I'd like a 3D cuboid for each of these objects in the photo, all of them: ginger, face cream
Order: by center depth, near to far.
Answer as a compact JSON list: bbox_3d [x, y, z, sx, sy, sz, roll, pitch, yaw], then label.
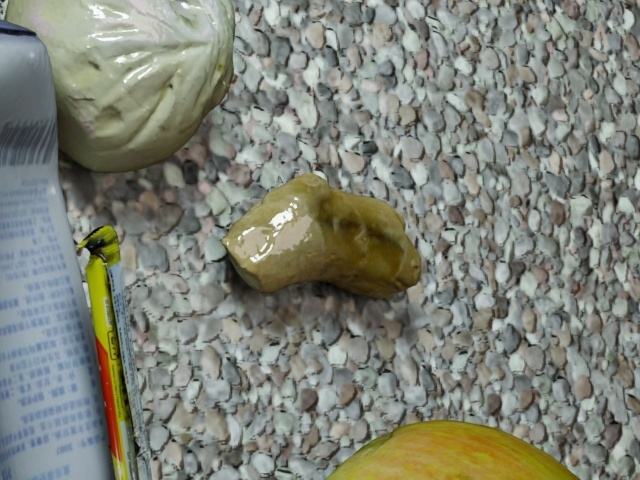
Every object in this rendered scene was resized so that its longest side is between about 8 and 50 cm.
[{"bbox_3d":[-0.217,0.029,1.282,0.235,0.137,0.420,-13,88,-68],"label":"face cream"},{"bbox_3d":[0.001,0.002,1.505,0.190,0.069,0.095,11,66,-35],"label":"ginger"}]

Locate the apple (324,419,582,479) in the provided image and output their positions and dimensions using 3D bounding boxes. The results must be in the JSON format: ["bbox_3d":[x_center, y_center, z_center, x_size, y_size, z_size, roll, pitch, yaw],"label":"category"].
[{"bbox_3d":[0.082,0.300,1.326,0.339,0.339,0.339,11,71,-36],"label":"apple"}]

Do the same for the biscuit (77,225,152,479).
[{"bbox_3d":[-0.133,0.135,1.330,0.048,0.026,0.292,-34,120,-68],"label":"biscuit"}]

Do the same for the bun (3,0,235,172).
[{"bbox_3d":[-0.132,-0.153,1.406,0.193,0.128,0.178,-35,99,-41],"label":"bun"}]
